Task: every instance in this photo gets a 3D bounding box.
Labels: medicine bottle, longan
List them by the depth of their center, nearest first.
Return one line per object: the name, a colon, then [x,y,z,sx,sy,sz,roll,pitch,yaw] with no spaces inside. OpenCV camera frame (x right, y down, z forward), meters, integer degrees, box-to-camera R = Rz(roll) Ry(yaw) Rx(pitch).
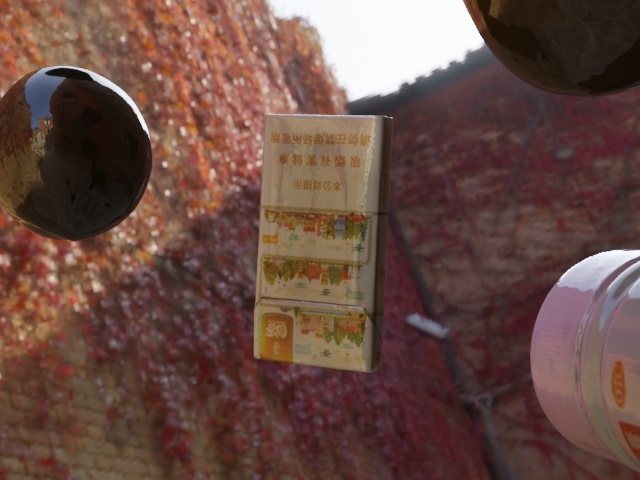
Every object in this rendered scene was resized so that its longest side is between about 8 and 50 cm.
longan: [0.216,-0.239,0.831,0.258,0.258,0.258,-17,-24,-8]
medicine bottle: [0.334,0.109,0.906,0.202,0.202,0.316,-11,5,-19]
longan: [-0.274,-0.093,1.235,0.198,0.198,0.212,-17,-11,-8]

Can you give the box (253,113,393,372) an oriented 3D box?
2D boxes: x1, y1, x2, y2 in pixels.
box: [0.000,0.000,0.995,0.122,0.220,0.032,4,3,27]
